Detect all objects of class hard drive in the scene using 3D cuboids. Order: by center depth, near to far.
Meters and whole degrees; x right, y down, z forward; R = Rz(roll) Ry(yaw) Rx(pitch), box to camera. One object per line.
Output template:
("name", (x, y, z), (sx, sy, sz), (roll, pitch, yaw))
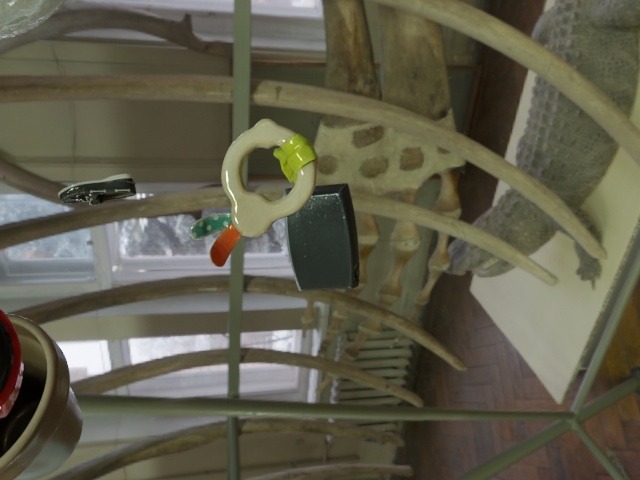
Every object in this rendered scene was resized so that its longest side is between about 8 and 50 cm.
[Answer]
("hard drive", (0.000, 0.000, 1.176), (0.054, 0.172, 0.254), (-58, -37, -69))

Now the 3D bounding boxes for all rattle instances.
("rattle", (-0.088, -0.061, 0.701), (0.199, 0.130, 0.143), (-62, 15, 4))

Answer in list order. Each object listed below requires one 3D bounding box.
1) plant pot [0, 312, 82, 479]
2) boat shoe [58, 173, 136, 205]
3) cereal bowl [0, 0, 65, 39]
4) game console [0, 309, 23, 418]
("plant pot", (-0.500, 0.279, 0.795), (0.229, 0.263, 0.263), (86, 176, -57))
("boat shoe", (-0.381, -0.080, 0.861), (0.046, 0.125, 0.038), (130, 123, -71))
("cereal bowl", (-0.456, -0.392, 0.596), (0.141, 0.339, 0.339), (55, 150, 37))
("game console", (-0.434, 0.083, 0.285), (0.060, 0.386, 0.342), (-40, 14, 46))
